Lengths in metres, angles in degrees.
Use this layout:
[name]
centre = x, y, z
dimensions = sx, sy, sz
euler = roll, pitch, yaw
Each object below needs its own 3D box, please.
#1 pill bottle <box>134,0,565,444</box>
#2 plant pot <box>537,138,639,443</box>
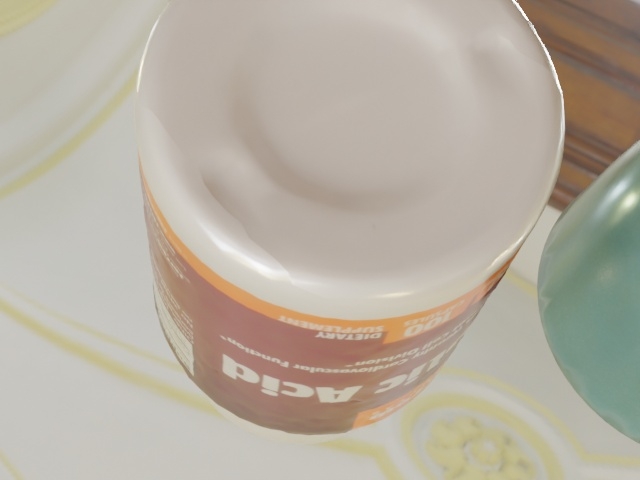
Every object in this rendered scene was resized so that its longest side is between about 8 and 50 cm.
[pill bottle]
centre = 0.000, 0.000, 0.770
dimensions = 0.224, 0.392, 0.224
euler = 2, -112, -4
[plant pot]
centre = 0.353, 0.014, 0.984
dimensions = 0.293, 0.235, 0.292
euler = 2, -114, -5
